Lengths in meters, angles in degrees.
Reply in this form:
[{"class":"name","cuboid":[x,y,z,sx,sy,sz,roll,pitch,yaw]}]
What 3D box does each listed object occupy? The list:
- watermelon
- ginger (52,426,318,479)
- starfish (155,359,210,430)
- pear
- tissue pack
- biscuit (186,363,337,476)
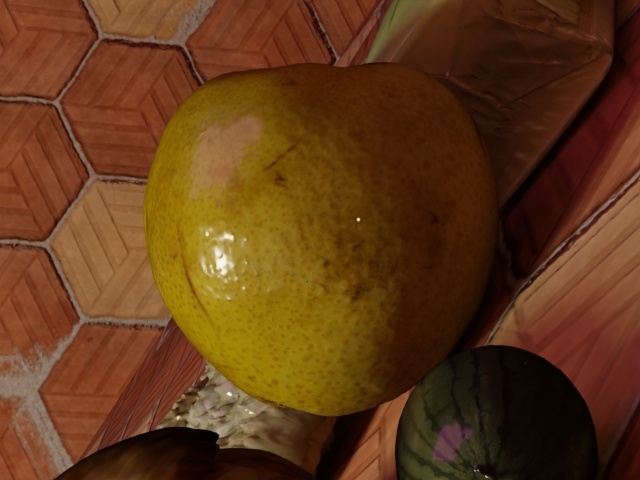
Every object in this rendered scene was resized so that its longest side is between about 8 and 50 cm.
[{"class":"watermelon","cuboid":[0.066,0.081,0.623,0.078,0.078,0.110,-54,8,13]},{"class":"ginger","cuboid":[-0.060,0.161,0.736,0.172,0.165,0.321,-35,-5,-31]},{"class":"starfish","cuboid":[-0.057,0.082,1.370,0.324,0.082,0.432,-54,-2,25]},{"class":"pear","cuboid":[0.000,0.000,0.946,0.209,0.209,0.209,-55,7,10]},{"class":"tissue pack","cuboid":[0.111,-0.135,1.102,0.159,0.125,0.234,-52,7,28]},{"class":"biscuit","cuboid":[-0.051,0.151,1.073,0.179,0.084,0.281,-40,18,50]}]
